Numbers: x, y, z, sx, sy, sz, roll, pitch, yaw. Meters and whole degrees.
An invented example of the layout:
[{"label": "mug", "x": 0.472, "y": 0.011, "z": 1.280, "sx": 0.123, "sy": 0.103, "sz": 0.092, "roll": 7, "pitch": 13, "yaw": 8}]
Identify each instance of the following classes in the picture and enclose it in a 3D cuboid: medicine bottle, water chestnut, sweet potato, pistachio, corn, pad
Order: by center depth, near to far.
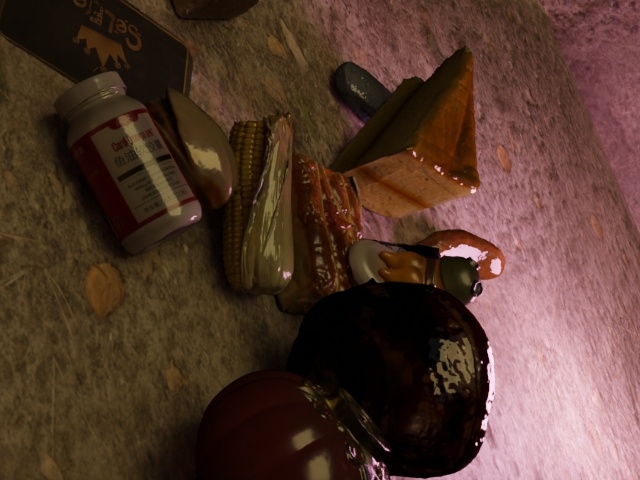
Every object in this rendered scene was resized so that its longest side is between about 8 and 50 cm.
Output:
[{"label": "medicine bottle", "x": -0.282, "y": -0.112, "z": 1.472, "sx": 0.250, "sy": 0.131, "sz": 0.131, "roll": 61, "pitch": 33, "yaw": 0}, {"label": "pistachio", "x": -0.211, "y": -0.139, "z": 1.579, "sx": 0.215, "sy": 0.144, "sz": 0.144, "roll": 55, "pitch": 32, "yaw": 11}, {"label": "water chestnut", "x": 0.134, "y": 0.217, "z": 1.594, "sx": 0.346, "sy": 0.335, "sz": 0.335, "roll": 6, "pitch": 61, "yaw": -50}, {"label": "corn", "x": -0.094, "y": -0.064, "z": 1.639, "sx": 0.123, "sy": 0.122, "sz": 0.305, "roll": 9, "pitch": 79, "yaw": -44}, {"label": "pad", "x": -0.337, "y": -0.366, "z": 1.653, "sx": 0.375, "sy": 0.063, "sz": 0.315, "roll": 32, "pitch": 43, "yaw": -37}, {"label": "sweet potato", "x": 0.292, "y": 0.023, "z": 2.178, "sx": 0.291, "sy": 0.097, "sz": 0.097, "roll": 14, "pitch": 54, "yaw": -38}]

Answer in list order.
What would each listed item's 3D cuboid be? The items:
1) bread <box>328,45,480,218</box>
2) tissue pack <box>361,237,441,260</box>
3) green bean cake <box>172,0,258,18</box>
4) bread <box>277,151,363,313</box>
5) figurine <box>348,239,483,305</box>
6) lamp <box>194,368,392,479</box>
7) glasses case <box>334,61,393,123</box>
[{"label": "bread", "x": 0.173, "y": -0.254, "z": 2.035, "sx": 0.244, "sy": 0.233, "sz": 0.362, "roll": 26, "pitch": 58, "yaw": -39}, {"label": "tissue pack", "x": 0.166, "y": 0.161, "z": 1.878, "sx": 0.245, "sy": 0.123, "sz": 0.333, "roll": 10, "pitch": 54, "yaw": -43}, {"label": "green bean cake", "x": -0.192, "y": -0.473, "z": 1.882, "sx": 0.179, "sy": 0.109, "sz": 0.085, "roll": -15, "pitch": 78, "yaw": -57}, {"label": "bread", "x": 0.000, "y": 0.000, "z": 1.782, "sx": 0.184, "sy": 0.114, "sz": 0.275, "roll": 20, "pitch": 53, "yaw": -44}, {"label": "figurine", "x": 0.181, "y": 0.065, "z": 1.744, "sx": 0.250, "sy": 0.141, "sz": 0.167, "roll": 34, "pitch": 42, "yaw": -29}, {"label": "lamp", "x": -0.037, "y": 0.317, "z": 1.349, "sx": 0.303, "sy": 0.257, "sz": 0.303, "roll": 52, "pitch": 3, "yaw": -4}, {"label": "glasses case", "x": 0.136, "y": -0.285, "z": 2.215, "sx": 0.282, "sy": 0.067, "sz": 0.109, "roll": 37, "pitch": 38, "yaw": -29}]
